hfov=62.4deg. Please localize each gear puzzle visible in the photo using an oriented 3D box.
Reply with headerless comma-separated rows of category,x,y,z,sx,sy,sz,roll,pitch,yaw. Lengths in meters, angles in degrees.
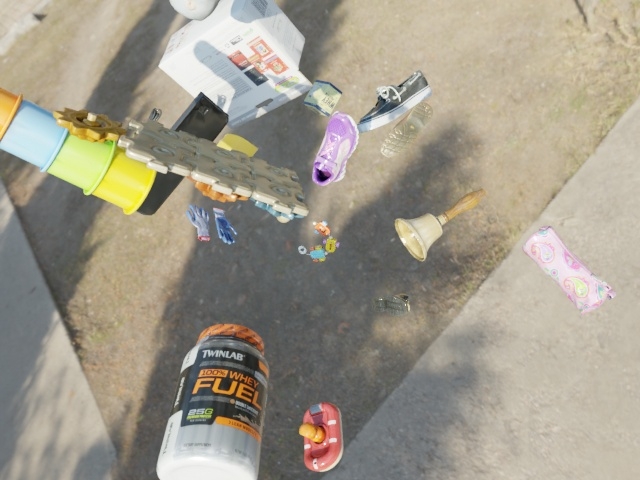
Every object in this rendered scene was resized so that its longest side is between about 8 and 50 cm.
gear puzzle,-0.181,-0.100,0.707,0.175,0.338,0.044,-109,41,-62

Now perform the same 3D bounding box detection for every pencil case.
pencil case,0.746,0.086,1.600,0.124,0.124,0.284,-39,68,4

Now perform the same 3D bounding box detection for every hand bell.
hand bell,0.326,-0.063,1.363,0.242,0.126,0.126,-32,42,-9

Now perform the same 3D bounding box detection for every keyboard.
keyboard,-0.357,-0.205,1.196,0.033,0.201,0.317,40,92,28

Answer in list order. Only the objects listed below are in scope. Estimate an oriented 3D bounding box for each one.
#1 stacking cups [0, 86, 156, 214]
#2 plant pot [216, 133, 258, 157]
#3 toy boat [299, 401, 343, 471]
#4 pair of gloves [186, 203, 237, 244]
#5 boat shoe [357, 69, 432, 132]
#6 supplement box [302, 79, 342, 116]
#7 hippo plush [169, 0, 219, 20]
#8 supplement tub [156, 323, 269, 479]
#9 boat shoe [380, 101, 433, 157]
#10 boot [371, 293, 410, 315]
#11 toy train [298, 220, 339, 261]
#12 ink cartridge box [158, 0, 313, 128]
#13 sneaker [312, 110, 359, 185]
stacking cups,-0.378,-0.138,0.694,0.096,0.316,0.096,-28,49,37
plant pot,-0.222,-0.217,1.322,0.081,0.083,0.081,-39,16,36
toy boat,-0.015,0.669,1.823,0.151,0.151,0.231,-27,49,29
pair of gloves,-0.386,-0.057,1.890,0.023,0.198,0.159,-40,57,31
boat shoe,0.224,-0.444,1.670,0.306,0.105,0.113,-34,18,-16
supplement box,0.006,-0.423,1.570,0.083,0.056,0.083,33,95,52
hippo plush,-0.244,-0.550,0.974,0.294,0.236,0.234,-48,21,10
supplement tub,-0.223,0.368,1.175,0.207,0.207,0.338,-22,39,21
boat shoe,0.224,-0.286,1.396,0.178,0.064,0.060,-48,6,-4
boot,0.297,0.223,1.944,0.198,0.137,0.077,5,102,60
toy train,0.000,0.000,1.904,0.166,0.125,0.046,-50,6,33
ink cartridge box,-0.206,-0.465,1.376,0.309,0.272,0.130,-16,51,33
sneaker,0.031,-0.242,1.467,0.095,0.236,0.104,34,47,18
